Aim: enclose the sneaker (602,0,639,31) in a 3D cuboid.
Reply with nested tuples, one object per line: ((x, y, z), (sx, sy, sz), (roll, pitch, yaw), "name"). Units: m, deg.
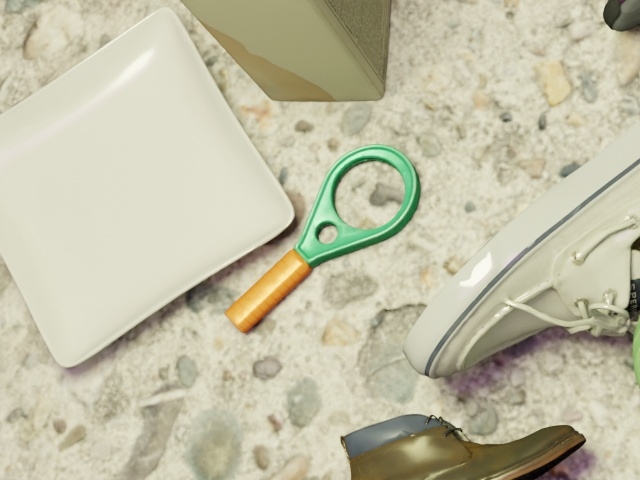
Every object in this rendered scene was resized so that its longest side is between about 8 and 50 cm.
((0.373, -0.243, 1.584), (0.223, 0.083, 0.098), (-33, 74, 4), "sneaker")

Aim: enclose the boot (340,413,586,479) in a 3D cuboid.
((0.121, 0.186, 1.534), (0.219, 0.082, 0.106), (-25, 73, 9), "boot")

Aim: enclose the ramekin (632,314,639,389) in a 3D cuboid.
((0.400, 0.088, 1.376), (0.303, 0.148, 0.303), (12, 42, -11), "ramekin")

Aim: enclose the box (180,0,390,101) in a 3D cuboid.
((-0.029, -0.241, 1.568), (0.121, 0.311, 0.148), (1, 75, 16), "box")

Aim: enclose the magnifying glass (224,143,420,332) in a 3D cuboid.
((0.000, 0.000, 1.648), (0.231, 0.026, 0.092), (-44, 69, 1), "magnifying glass")

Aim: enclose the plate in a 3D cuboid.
((-0.197, -0.051, 1.706), (0.277, 0.045, 0.278), (-33, 69, 4), "plate")

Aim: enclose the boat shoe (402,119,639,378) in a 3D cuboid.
((0.252, 0.031, 1.524), (0.367, 0.136, 0.156), (-38, 72, -8), "boat shoe")
